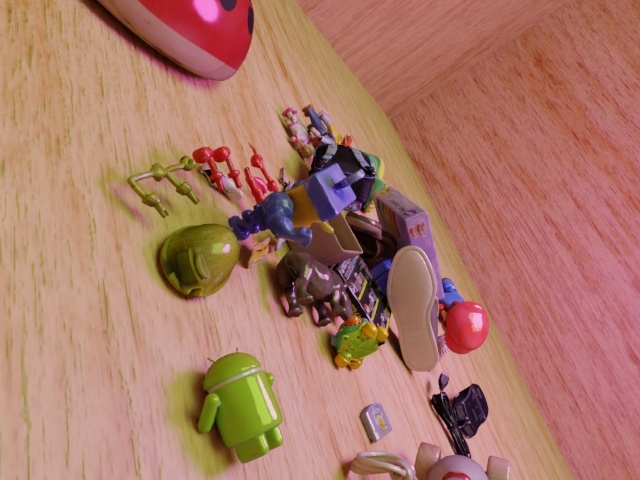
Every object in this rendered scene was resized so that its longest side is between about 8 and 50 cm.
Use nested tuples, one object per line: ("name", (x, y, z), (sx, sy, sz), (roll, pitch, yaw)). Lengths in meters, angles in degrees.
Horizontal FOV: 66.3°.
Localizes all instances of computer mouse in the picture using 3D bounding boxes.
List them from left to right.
("computer mouse", (0.341, 0.408, 1.233), (0.262, 0.060, 0.184), (-22, 86, -59))

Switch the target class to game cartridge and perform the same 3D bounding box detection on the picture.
("game cartridge", (0.096, 0.309, 0.840), (0.056, 0.017, 0.083), (62, 19, 18))

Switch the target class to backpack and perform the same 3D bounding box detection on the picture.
("backpack", (0.048, -0.164, 1.191), (0.158, 0.117, 0.173), (9, 31, -6))
("backpack", (0.178, 0.092, 1.227), (0.101, 0.098, 0.120), (56, 20, 3))

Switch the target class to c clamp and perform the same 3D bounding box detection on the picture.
("c clamp", (-0.036, -0.074, 1.059), (0.161, 0.022, 0.137), (50, 21, -23))

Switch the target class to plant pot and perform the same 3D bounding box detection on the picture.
("plant pot", (0.000, 0.000, 0.926), (0.109, 0.096, 0.109), (61, 20, 15))

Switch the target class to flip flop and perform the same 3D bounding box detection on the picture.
("flip flop", (0.119, 0.003, 1.222), (0.277, 0.112, 0.080), (41, 67, -69))

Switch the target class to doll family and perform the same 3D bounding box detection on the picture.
("doll family", (0.013, -0.282, 1.330), (0.163, 0.118, 0.263), (63, 20, 10))

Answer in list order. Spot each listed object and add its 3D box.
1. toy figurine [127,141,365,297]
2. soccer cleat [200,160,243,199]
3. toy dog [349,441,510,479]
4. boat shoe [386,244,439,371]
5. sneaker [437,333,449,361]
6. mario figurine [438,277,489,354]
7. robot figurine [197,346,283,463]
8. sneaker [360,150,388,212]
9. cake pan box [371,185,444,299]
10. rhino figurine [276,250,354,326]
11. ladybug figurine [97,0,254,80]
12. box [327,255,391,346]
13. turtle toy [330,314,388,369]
("toy figurine", (-0.051, -0.073, 0.686), (0.191, 0.217, 0.362), (70, 22, -8))
("soccer cleat", (-0.159, -0.092, 0.785), (0.083, 0.029, 0.036), (48, 31, -21))
("toy dog", (0.195, 0.412, 0.728), (0.333, 0.220, 0.161), (21, 73, -49))
("boat shoe", (0.215, 0.146, 1.119), (0.091, 0.109, 0.305), (-60, 142, -68))
("sneaker", (0.345, 0.296, 1.378), (0.051, 0.070, 0.134), (63, 20, 2))
("mario figurine", (0.360, 0.225, 1.383), (0.170, 0.198, 0.320), (58, 6, -18))
("robot figurine", (-0.083, 0.173, 0.525), (0.101, 0.067, 0.115), (-4, 64, -55))
("sneaker", (0.142, -0.193, 1.578), (0.123, 0.109, 0.296), (27, 32, -17))
("cake pan box", (0.234, 0.010, 1.316), (0.246, 0.070, 0.267), (-118, -171, -63))
("rhino figurine", (0.005, 0.088, 0.854), (0.243, 0.073, 0.106), (33, 35, -54))
("ladybug figurine", (-0.262, -0.461, 0.859), (0.449, 0.161, 0.305), (24, 40, -59))
("box", (0.086, 0.114, 1.055), (0.184, 0.045, 0.191), (59, 19, -8))
("turtle toy", (0.067, 0.175, 0.871), (0.066, 0.095, 0.130), (47, 10, 32))
